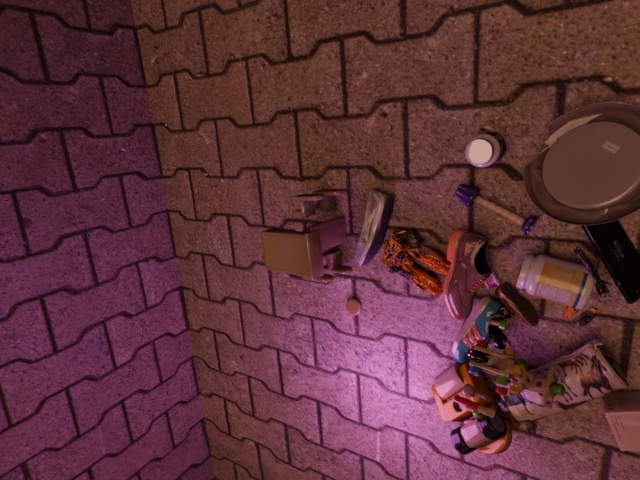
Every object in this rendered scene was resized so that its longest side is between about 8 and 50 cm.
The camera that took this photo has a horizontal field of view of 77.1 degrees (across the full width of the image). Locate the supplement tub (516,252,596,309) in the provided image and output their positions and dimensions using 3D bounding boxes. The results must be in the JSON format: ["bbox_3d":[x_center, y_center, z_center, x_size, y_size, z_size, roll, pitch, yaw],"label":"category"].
[{"bbox_3d":[0.761,0.127,1.305,0.200,0.144,0.144,18,115,29],"label":"supplement tub"}]

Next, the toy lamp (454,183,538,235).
[{"bbox_3d":[0.595,-0.114,1.379,0.275,0.080,0.080,31,120,22],"label":"toy lamp"}]

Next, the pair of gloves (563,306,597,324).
[{"bbox_3d":[0.874,0.243,1.352,0.083,0.010,0.074,26,117,21],"label":"pair of gloves"}]

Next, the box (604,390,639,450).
[{"bbox_3d":[1.084,0.553,1.244,0.311,0.121,0.147,-24,90,37],"label":"box"}]

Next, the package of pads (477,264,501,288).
[{"bbox_3d":[0.618,0.133,1.473,0.050,0.032,0.083,-32,86,40],"label":"package of pads"}]

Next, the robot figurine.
[{"bbox_3d":[0.370,0.082,1.589,0.291,0.085,0.210,33,120,21],"label":"robot figurine"}]

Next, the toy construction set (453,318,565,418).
[{"bbox_3d":[0.614,0.457,1.282,0.237,0.309,0.257,4,125,56],"label":"toy construction set"}]

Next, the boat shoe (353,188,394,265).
[{"bbox_3d":[0.204,-0.048,1.644,0.103,0.118,0.320,28,115,31],"label":"boat shoe"}]

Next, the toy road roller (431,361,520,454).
[{"bbox_3d":[0.618,0.659,1.575,0.202,0.241,0.329,-53,37,34],"label":"toy road roller"}]

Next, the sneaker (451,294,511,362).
[{"bbox_3d":[0.597,0.359,1.497,0.121,0.108,0.301,42,125,42],"label":"sneaker"}]

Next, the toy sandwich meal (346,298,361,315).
[{"bbox_3d":[0.155,0.307,1.843,0.086,0.029,0.085,4,97,37],"label":"toy sandwich meal"}]

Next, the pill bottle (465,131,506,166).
[{"bbox_3d":[0.530,-0.294,1.299,0.108,0.180,0.107,11,111,31],"label":"pill bottle"}]

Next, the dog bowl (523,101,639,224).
[{"bbox_3d":[0.777,-0.206,1.141,0.349,0.102,0.348,-10,76,43],"label":"dog bowl"}]

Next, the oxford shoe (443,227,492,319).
[{"bbox_3d":[0.534,0.142,1.444,0.133,0.130,0.363,20,125,47],"label":"oxford shoe"}]

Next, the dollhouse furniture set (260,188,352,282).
[{"bbox_3d":[0.000,0.000,1.610,0.257,0.394,0.361,6,108,42],"label":"dollhouse furniture set"}]

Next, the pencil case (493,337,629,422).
[{"bbox_3d":[0.814,0.484,1.378,0.183,0.160,0.410,44,126,-2],"label":"pencil case"}]

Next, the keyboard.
[{"bbox_3d":[0.859,0.046,1.209,0.317,0.202,0.033,61,165,4],"label":"keyboard"}]

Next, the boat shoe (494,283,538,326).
[{"bbox_3d":[0.702,0.234,1.439,0.178,0.064,0.060,49,156,12],"label":"boat shoe"}]
